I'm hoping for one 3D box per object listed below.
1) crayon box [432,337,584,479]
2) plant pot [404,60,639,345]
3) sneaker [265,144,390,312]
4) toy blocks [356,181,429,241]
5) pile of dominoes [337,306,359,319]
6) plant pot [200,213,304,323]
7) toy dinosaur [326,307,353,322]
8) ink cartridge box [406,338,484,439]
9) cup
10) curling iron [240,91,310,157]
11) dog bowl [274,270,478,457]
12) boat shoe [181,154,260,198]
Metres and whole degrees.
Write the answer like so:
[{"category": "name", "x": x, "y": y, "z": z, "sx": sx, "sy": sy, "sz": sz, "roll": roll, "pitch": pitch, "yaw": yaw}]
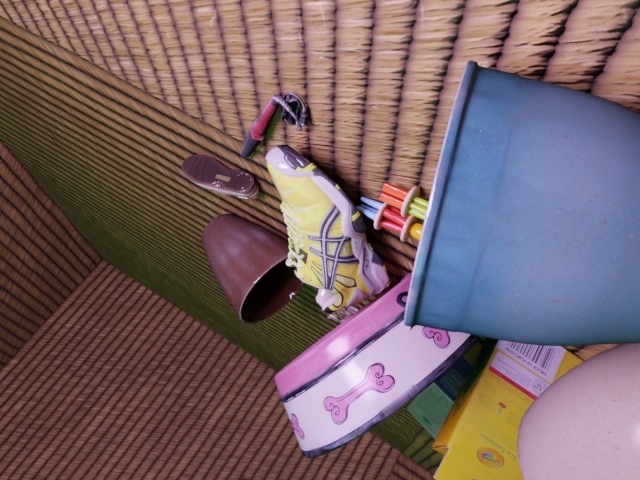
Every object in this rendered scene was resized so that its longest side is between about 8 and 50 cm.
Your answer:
[{"category": "crayon box", "x": 0.334, "y": 0.316, "z": 0.918, "sx": 0.202, "sy": 0.318, "sz": 0.081, "roll": 34, "pitch": 157, "yaw": 5}, {"category": "plant pot", "x": 0.239, "y": -0.015, "z": 0.523, "sx": 0.255, "sy": 0.271, "sz": 0.271, "roll": 14, "pitch": 152, "yaw": 12}, {"category": "sneaker", "x": 0.000, "y": 0.000, "z": 0.955, "sx": 0.384, "sy": 0.147, "sz": 0.145, "roll": 57, "pitch": 173, "yaw": -37}, {"category": "toy blocks", "x": 0.123, "y": -0.049, "z": 0.850, "sx": 0.148, "sy": 0.054, "sz": 0.123, "roll": 26, "pitch": 156, "yaw": 22}, {"category": "pile of dominoes", "x": 0.147, "y": 0.232, "z": 1.401, "sx": 0.251, "sy": 0.040, "sz": 0.196, "roll": 24, "pitch": 153, "yaw": 43}, {"category": "plant pot", "x": -0.177, "y": 0.043, "z": 1.291, "sx": 0.230, "sy": 0.215, "sz": 0.215, "roll": 43, "pitch": 161, "yaw": 24}, {"category": "toy dinosaur", "x": 0.069, "y": 0.198, "z": 1.370, "sx": 0.093, "sy": 0.053, "sz": 0.183, "roll": 27, "pitch": 167, "yaw": 0}, {"category": "ink cartridge box", "x": 0.357, "y": 0.383, "z": 1.163, "sx": 0.270, "sy": 0.151, "sz": 0.395, "roll": 45, "pitch": 162, "yaw": 20}, {"category": "cup", "x": 0.465, "y": 0.258, "z": 0.703, "sx": 0.331, "sy": 0.331, "sz": 0.236, "roll": 26, "pitch": 129, "yaw": 21}, {"category": "curling iron", "x": -0.094, "y": -0.183, "z": 0.915, "sx": 0.068, "sy": 0.035, "sz": 0.274, "roll": 42, "pitch": 156, "yaw": -14}, {"category": "dog bowl", "x": 0.092, "y": 0.209, "z": 0.992, "sx": 0.150, "sy": 0.408, "sz": 0.408, "roll": 53, "pitch": 158, "yaw": 7}, {"category": "boat shoe", "x": -0.216, "y": -0.127, "z": 1.160, "sx": 0.190, "sy": 0.068, "sz": 0.072, "roll": 25, "pitch": 166, "yaw": 23}]
